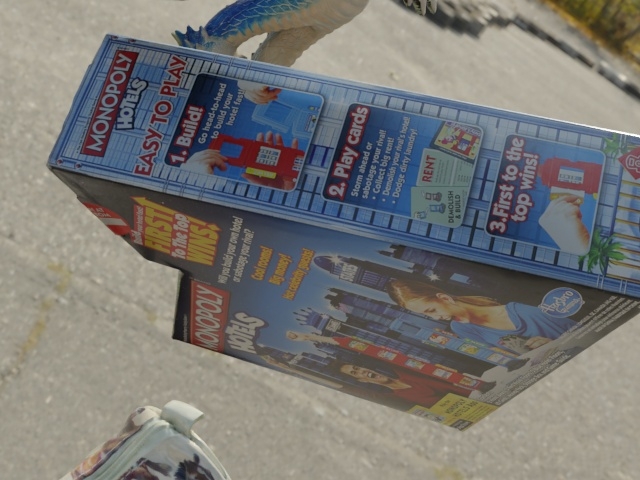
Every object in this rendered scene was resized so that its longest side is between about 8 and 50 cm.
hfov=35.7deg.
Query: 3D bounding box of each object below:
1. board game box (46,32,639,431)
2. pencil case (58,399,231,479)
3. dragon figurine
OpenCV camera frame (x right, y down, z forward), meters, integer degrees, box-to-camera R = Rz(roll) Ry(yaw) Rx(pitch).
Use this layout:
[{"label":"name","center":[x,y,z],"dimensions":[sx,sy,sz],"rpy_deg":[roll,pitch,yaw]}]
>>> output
[{"label":"board game box","center":[0.000,0.000,0.385],"dimensions":[0.194,0.194,0.060],"rpy_deg":[19,65,-3]},{"label":"pencil case","center":[-0.264,0.315,0.909],"dimensions":[0.410,0.183,0.160],"rpy_deg":[-34,52,-26]},{"label":"dragon figurine","center":[-0.008,-0.192,0.553],"dimensions":[0.144,0.289,0.085],"rpy_deg":[3,-4,36]}]
